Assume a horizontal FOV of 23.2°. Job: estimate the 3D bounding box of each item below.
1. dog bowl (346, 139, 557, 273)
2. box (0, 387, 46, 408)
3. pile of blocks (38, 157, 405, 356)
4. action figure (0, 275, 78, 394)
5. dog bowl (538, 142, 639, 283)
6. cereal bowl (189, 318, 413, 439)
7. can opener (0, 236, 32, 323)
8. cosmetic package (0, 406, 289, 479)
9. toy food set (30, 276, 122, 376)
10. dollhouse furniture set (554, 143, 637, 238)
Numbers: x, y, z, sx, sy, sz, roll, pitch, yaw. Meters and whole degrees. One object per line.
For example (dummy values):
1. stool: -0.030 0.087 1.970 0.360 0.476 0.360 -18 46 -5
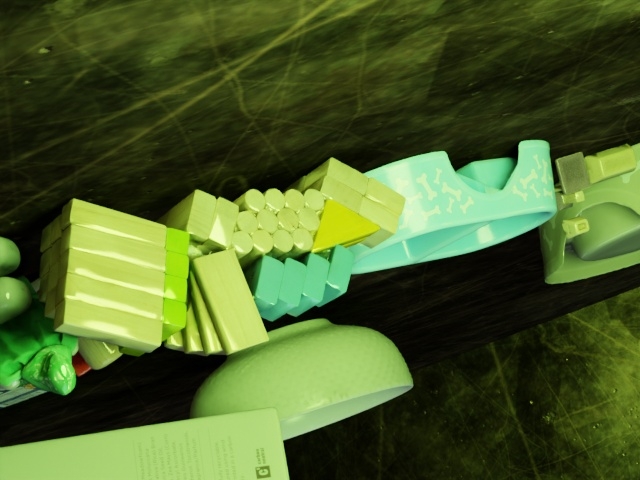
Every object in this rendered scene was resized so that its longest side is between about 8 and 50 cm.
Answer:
1. dog bowl: 0.122 -0.031 1.582 0.297 0.074 0.166 -9 165 -42
2. box: -0.403 0.171 1.777 0.136 0.036 0.225 -20 170 4
3. pile of blocks: -0.086 0.031 1.326 0.362 0.149 0.113 -12 167 -37
4. action figure: -0.258 0.088 1.285 0.137 0.063 0.232 -33 -157 -23
5. dog bowl: 0.424 -0.054 1.922 0.349 0.102 0.349 -19 170 -4
6. cereal bowl: -0.041 0.207 2.314 0.339 0.141 0.339 -19 170 -3
7. can opener: -0.366 0.076 1.258 0.280 0.074 0.093 -22 164 13
8. cosmetic package: -0.267 0.355 2.083 0.453 0.161 0.230 -8 160 -5
9. toy food set: -0.205 0.050 1.445 0.111 0.104 0.232 -33 -173 2
10. dollhouse furniture set: 0.302 -0.059 1.774 0.114 0.091 0.081 -17 -175 -25
